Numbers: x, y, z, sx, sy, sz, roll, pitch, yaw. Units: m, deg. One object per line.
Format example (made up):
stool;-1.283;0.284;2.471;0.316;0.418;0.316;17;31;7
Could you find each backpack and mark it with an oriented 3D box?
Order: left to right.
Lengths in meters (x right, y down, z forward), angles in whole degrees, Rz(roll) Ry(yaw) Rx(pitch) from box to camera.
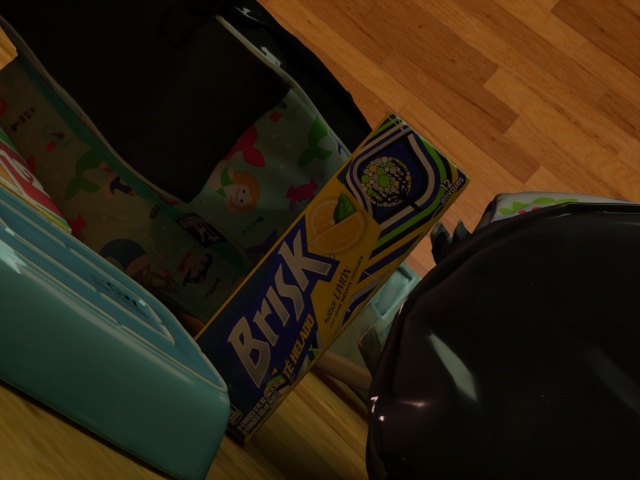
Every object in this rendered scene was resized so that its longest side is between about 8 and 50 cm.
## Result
backpack;-0.072;-0.063;0.734;0.225;0.191;0.253;45;10;32
backpack;0.158;0.101;0.621;0.290;0.273;0.356;11;-30;3

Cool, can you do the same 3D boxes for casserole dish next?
casserole dish;-0.099;0.023;0.432;0.188;0.037;0.114;42;1;-40

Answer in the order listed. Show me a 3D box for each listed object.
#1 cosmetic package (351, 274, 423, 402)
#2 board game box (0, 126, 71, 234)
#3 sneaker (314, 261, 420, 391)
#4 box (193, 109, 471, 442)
cosmetic package;0.169;0.174;1.209;0.224;0.138;0.224;40;4;39
board game box;-0.213;-0.079;0.588;0.124;0.039;0.259;42;-2;-38
sneaker;0.000;0.000;1.028;0.366;0.135;0.150;40;-32;-8
box;0.000;0.018;0.586;0.054;0.169;0.059;40;0;4
